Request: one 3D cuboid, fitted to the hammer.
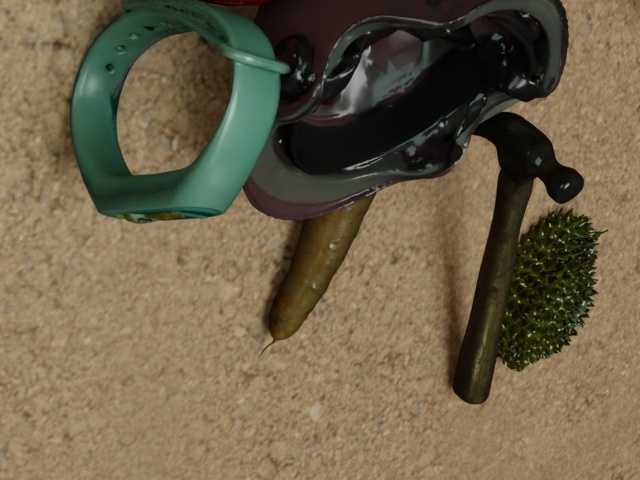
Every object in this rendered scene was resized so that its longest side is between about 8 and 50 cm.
[{"bbox_3d":[0.201,0.040,1.625,0.044,0.168,0.440,-22,140,-24],"label":"hammer"}]

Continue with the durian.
[{"bbox_3d":[0.294,0.063,1.774,0.137,0.095,0.221,34,82,-47],"label":"durian"}]

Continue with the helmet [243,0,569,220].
[{"bbox_3d":[0.051,-0.184,1.318,0.338,0.197,0.271,-33,154,26],"label":"helmet"}]

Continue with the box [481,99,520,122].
[{"bbox_3d":[0.163,-0.203,1.510,0.172,0.093,0.124,-29,128,-28],"label":"box"}]

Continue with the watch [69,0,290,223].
[{"bbox_3d":[-0.124,-0.111,1.199,0.068,0.237,0.195,11,81,-42],"label":"watch"}]

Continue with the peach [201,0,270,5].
[{"bbox_3d":[-0.074,-0.281,1.192,0.197,0.197,0.197,-21,125,-33],"label":"peach"}]

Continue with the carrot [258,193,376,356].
[{"bbox_3d":[0.000,0.000,1.502,0.078,0.078,0.298,7,113,-44],"label":"carrot"}]
